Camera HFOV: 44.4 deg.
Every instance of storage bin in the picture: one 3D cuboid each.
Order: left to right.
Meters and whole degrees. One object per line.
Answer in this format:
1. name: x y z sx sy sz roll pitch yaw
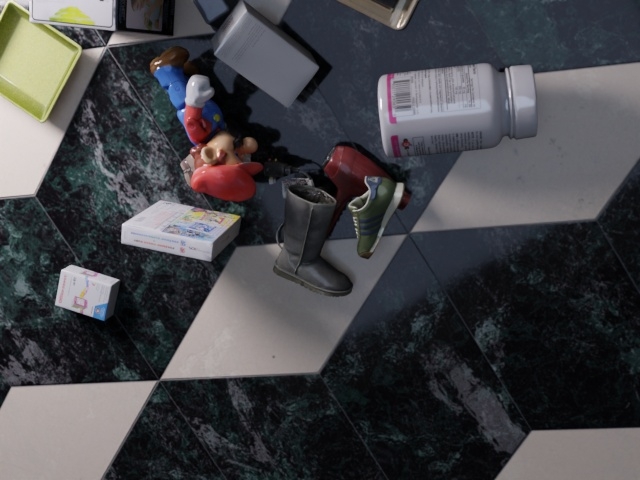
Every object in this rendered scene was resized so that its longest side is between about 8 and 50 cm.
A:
1. storage bin: -0.210 -0.485 1.540 0.098 0.091 0.135 -29 97 14

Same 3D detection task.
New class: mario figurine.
1. mario figurine: -0.200 -0.228 1.543 0.170 0.198 0.321 -33 80 35

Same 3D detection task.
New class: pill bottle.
1. pill bottle: 0.257 -0.248 1.478 0.283 0.160 0.160 -4 102 11

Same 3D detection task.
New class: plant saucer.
1. plant saucer: -0.609 -0.376 1.654 0.188 0.045 0.188 34 106 1

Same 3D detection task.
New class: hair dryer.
1. hair dryer: 0.039 -0.089 1.610 0.293 0.080 0.224 -4 122 13

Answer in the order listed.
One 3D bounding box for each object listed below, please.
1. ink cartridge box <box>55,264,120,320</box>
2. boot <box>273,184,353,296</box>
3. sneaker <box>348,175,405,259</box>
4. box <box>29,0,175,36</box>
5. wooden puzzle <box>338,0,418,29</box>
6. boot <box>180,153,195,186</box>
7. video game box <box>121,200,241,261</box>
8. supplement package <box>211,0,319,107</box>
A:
1. ink cartridge box: -0.519 0.116 1.745 0.122 0.052 0.089 17 105 7
2. boot: 0.001 0.001 1.591 0.189 0.076 0.209 18 118 -1
3. sneaker: 0.092 -0.051 1.548 0.086 0.064 0.192 20 128 -8
4. box: -0.402 -0.441 1.479 0.169 0.290 0.087 8 103 7
5. wooden puzzle: 0.100 -0.546 1.478 0.238 0.044 0.221 24 106 -9
6. boot: -0.240 -0.133 1.653 0.087 0.042 0.119 -20 97 19
7. video game box: -0.278 -0.023 1.596 0.187 0.205 0.048 9 108 8
8. supplement package: -0.108 -0.360 1.510 0.179 0.105 0.105 33 107 -25
